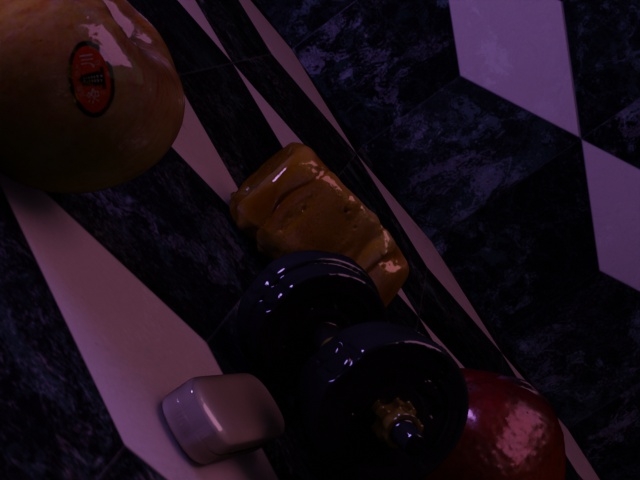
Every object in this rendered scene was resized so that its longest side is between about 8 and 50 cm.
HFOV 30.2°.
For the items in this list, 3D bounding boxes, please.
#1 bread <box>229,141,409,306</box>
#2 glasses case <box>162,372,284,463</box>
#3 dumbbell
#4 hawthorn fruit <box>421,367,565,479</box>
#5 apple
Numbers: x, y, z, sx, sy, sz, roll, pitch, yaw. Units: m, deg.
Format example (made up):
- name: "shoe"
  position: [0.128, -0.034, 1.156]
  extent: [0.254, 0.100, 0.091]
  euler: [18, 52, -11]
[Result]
- name: "bread"
  position: [0.000, 0.000, 1.815]
  extent: [0.294, 0.167, 0.132]
  euler: [48, -9, -23]
- name: "glasses case"
  position: [-0.096, 0.181, 1.223]
  extent: [0.083, 0.050, 0.196]
  euler: [60, 13, 14]
- name: "dumbbell"
  position: [0.028, 0.138, 1.347]
  extent: [0.185, 0.185, 0.388]
  euler: [48, -2, -28]
- name: "hawthorn fruit"
  position: [0.174, 0.310, 1.448]
  extent: [0.265, 0.265, 0.307]
  euler: [-94, 163, -67]
- name: "apple"
  position: [-0.263, -0.165, 1.185]
  extent: [0.261, 0.194, 0.261]
  euler: [49, 12, -14]
